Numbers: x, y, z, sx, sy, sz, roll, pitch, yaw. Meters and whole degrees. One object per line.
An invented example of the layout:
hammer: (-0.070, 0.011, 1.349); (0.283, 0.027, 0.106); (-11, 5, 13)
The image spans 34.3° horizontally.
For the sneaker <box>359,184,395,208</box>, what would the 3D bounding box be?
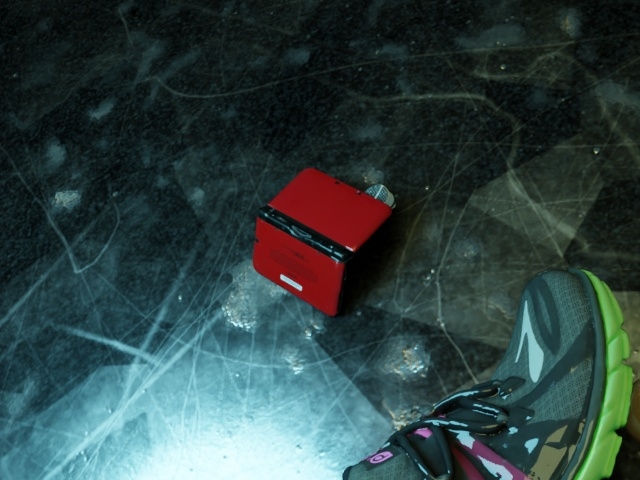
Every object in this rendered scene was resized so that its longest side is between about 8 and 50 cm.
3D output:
sneaker: (0.046, -0.021, 1.242); (0.109, 0.043, 0.040); (-37, 65, 16)

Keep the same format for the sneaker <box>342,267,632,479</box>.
sneaker: (0.131, 0.209, 0.916); (0.202, 0.185, 0.483); (27, 64, 7)

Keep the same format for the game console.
game console: (0.000, 0.000, 1.230); (0.144, 0.124, 0.085); (29, 33, 36)

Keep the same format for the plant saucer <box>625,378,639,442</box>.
plant saucer: (0.332, 0.162, 1.003); (0.083, 0.015, 0.083); (-11, 54, 16)
